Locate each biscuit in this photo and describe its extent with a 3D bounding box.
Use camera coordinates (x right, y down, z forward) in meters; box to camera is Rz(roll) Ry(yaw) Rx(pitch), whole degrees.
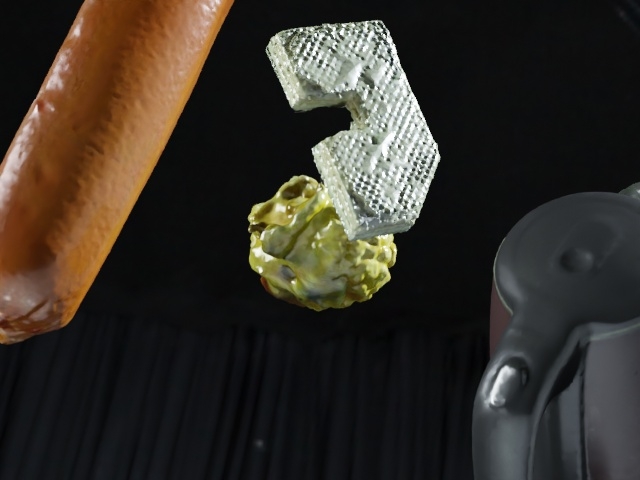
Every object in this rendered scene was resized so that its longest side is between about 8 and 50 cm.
[{"bbox_3d":[0.045,-0.123,1.553,0.147,0.250,0.046,-9,-21,-33],"label":"biscuit"}]

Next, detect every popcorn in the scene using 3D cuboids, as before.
[{"bbox_3d":[-0.002,0.001,1.999,0.218,0.169,0.189,-12,-51,49],"label":"popcorn"}]

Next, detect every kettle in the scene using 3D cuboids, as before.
[{"bbox_3d":[0.148,0.094,0.823,0.144,0.202,0.232,22,-32,35],"label":"kettle"}]

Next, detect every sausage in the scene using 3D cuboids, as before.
[{"bbox_3d":[-0.143,-0.091,0.983,0.097,0.348,0.094,29,-17,-16],"label":"sausage"}]
